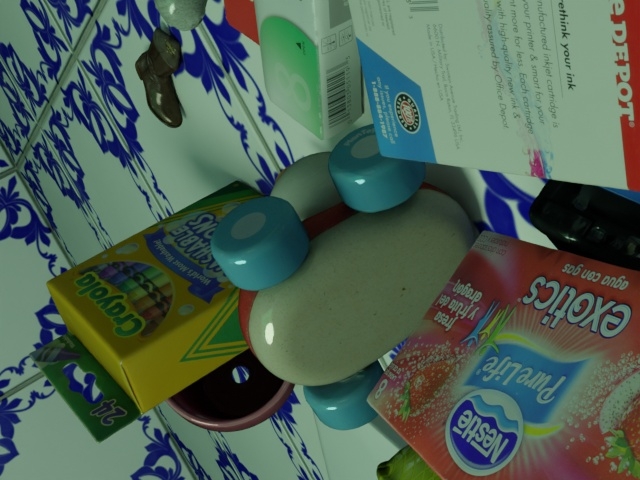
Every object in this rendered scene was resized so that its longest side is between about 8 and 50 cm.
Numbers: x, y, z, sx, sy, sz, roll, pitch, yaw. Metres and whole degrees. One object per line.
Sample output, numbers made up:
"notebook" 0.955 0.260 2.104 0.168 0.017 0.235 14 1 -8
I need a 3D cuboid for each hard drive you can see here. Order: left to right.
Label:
"hard drive" 0.083 0.329 1.196 0.233 0.047 0.353 35 147 43

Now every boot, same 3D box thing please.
"boot" -0.190 -0.201 1.122 0.106 0.037 0.114 59 152 -6

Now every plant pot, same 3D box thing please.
"plant pot" -0.122 0.175 1.261 0.201 0.201 0.180 50 170 19

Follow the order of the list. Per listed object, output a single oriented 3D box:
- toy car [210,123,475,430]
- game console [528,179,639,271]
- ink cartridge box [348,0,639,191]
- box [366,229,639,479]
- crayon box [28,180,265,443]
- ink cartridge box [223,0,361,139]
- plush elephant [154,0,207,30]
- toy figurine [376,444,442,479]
"toy car" 0.000 0.000 0.808 0.238 0.210 0.219 47 168 54
"game console" 0.274 -0.006 0.451 0.293 0.173 0.250 34 177 45
"ink cartridge box" 0.119 -0.103 0.421 0.231 0.078 0.134 15 126 48
"box" 0.161 0.108 0.471 0.154 0.142 0.300 36 178 -17
"crayon box" -0.163 0.064 1.017 0.203 0.322 0.083 31 145 46
"ink cartridge box" -0.052 -0.219 0.806 0.224 0.056 0.181 39 149 35
"plush elephant" -0.083 -0.268 0.577 0.255 0.330 0.272 49 180 -26
"toy figurine" 0.231 0.181 0.685 0.362 0.191 0.217 32 117 42
